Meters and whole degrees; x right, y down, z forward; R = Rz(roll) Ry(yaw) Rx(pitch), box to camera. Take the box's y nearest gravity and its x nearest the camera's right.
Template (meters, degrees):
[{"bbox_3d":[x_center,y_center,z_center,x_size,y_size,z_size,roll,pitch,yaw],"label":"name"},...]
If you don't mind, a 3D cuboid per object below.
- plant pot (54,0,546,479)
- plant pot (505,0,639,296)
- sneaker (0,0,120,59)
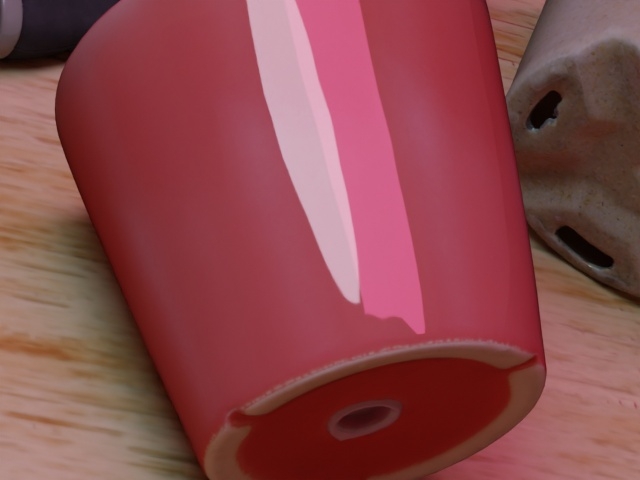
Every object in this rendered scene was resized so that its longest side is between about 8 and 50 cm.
[{"bbox_3d":[0.000,0.000,1.090,0.275,0.275,0.243,1,58,-29],"label":"plant pot"},{"bbox_3d":[0.280,-0.133,1.366,0.334,0.334,0.305,32,50,4],"label":"plant pot"},{"bbox_3d":[-0.195,-0.228,1.309,0.118,0.083,0.222,-2,82,-42],"label":"sneaker"}]
